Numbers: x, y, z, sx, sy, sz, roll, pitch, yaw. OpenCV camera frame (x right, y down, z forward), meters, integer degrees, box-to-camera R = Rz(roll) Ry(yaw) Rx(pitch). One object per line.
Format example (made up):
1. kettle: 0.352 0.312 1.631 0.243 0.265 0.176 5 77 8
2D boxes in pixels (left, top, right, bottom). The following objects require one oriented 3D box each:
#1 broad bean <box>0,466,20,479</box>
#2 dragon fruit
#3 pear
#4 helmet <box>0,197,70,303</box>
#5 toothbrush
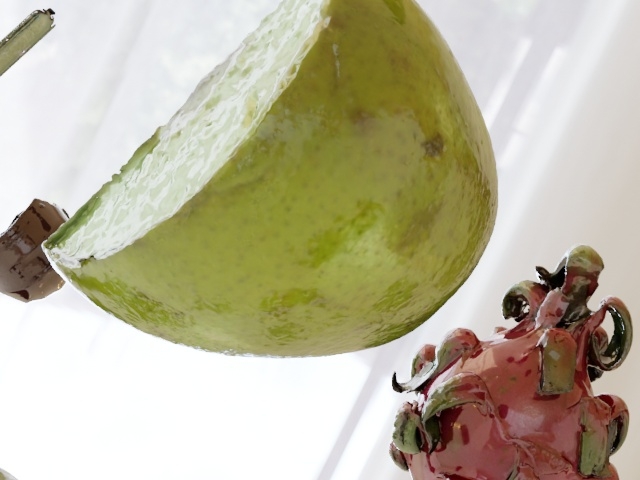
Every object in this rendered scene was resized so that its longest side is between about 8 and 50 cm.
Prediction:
1. broad bean: -0.362 0.294 1.631 0.169 0.100 0.228 25 -138 -1
2. dragon fruit: 0.181 0.157 1.515 0.218 0.273 0.198 38 161 32
3. pear: 0.004 -0.001 1.051 0.239 0.288 0.139 38 -166 -32
4. helmet: -0.260 0.018 1.542 0.070 0.098 0.123 48 176 11
5. toothbrush: -0.313 -0.078 1.299 0.026 0.294 0.028 47 -177 -15
